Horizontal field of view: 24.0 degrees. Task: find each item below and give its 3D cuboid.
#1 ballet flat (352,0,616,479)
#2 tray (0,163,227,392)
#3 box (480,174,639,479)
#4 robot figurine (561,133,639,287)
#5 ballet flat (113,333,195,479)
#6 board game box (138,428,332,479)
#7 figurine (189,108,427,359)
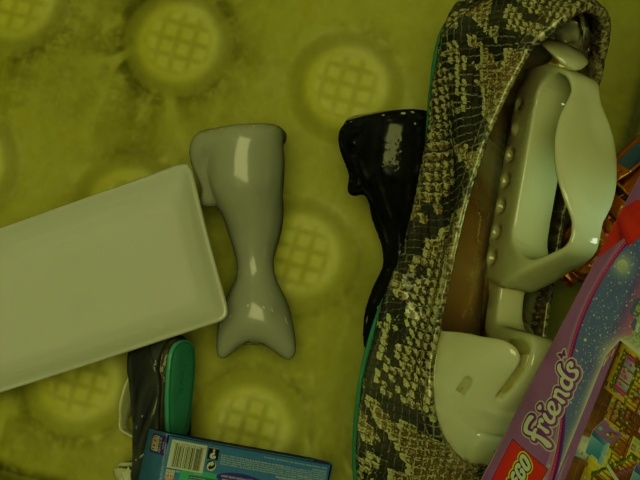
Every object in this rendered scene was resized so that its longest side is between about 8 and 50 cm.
[{"bbox_3d":[0.144,0.021,1.211,0.164,0.182,0.482,17,82,-39],"label":"ballet flat"},{"bbox_3d":[-0.217,0.042,1.323,0.270,0.030,0.145,-18,77,12],"label":"tray"},{"bbox_3d":[0.254,0.108,1.048,0.201,0.057,0.293,40,115,37],"label":"box"},{"bbox_3d":[0.345,-0.035,1.299,0.291,0.085,0.211,-44,84,-3],"label":"robot figurine"},{"bbox_3d":[-0.145,0.180,1.314,0.074,0.074,0.203,0,89,3],"label":"ballet flat"},{"bbox_3d":[-0.087,0.276,1.268,0.160,0.047,0.210,15,82,-26],"label":"board game box"},{"bbox_3d":[0.000,0.000,1.318,0.215,0.092,0.209,-5,87,3],"label":"figurine"}]
